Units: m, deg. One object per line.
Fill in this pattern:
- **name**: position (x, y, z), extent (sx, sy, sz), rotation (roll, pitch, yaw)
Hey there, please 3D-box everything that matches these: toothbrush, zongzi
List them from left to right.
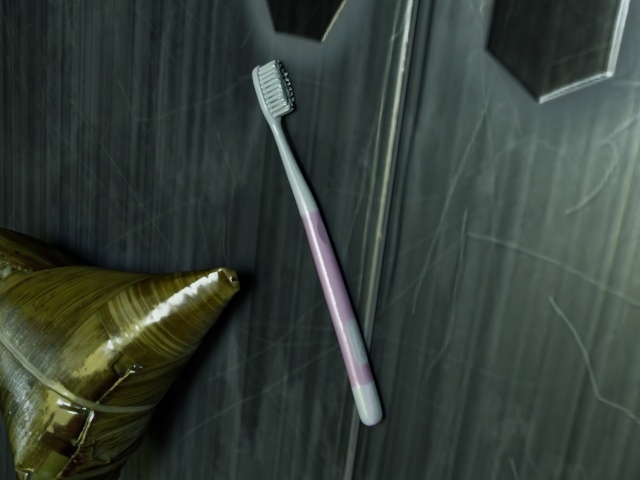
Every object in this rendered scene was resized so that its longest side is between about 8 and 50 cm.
- **zongzi**: position (-0.214, 0.047, 0.831), extent (0.288, 0.134, 0.286), rotation (-50, 60, 24)
- **toothbrush**: position (0.000, 0.000, 0.675), extent (0.025, 0.020, 0.286), rotation (-20, 85, 38)
